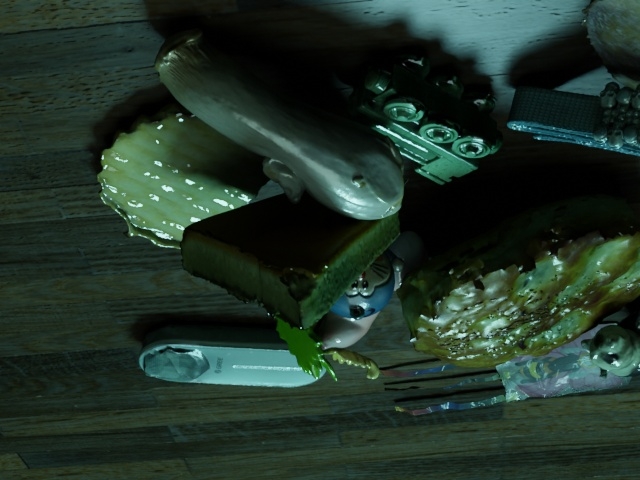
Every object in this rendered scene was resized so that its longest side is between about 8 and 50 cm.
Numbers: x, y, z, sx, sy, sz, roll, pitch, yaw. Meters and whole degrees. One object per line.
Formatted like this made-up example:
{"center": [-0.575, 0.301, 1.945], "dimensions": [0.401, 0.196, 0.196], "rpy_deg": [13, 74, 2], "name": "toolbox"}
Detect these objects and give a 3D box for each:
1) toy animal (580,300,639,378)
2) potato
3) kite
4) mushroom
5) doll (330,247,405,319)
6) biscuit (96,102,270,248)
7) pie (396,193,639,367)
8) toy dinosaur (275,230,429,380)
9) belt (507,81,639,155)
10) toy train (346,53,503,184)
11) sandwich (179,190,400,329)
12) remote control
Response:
{"center": [0.403, 0.120, 1.619], "dimensions": [0.121, 0.094, 0.225], "rpy_deg": [-36, 169, 30], "name": "toy animal"}
{"center": [0.311, -0.213, 1.174], "dimensions": [0.120, 0.100, 0.261], "rpy_deg": [29, 172, 18], "name": "potato"}
{"center": [0.268, 0.191, 1.836], "dimensions": [0.360, 0.022, 0.204], "rpy_deg": [-11, 145, 13], "name": "kite"}
{"center": [-0.034, -0.107, 1.242], "dimensions": [0.278, 0.096, 0.099], "rpy_deg": [30, 128, -18], "name": "mushroom"}
{"center": [0.037, 0.026, 1.447], "dimensions": [0.114, 0.152, 0.085], "rpy_deg": [3, 140, -3], "name": "doll"}
{"center": [-0.144, -0.073, 1.393], "dimensions": [0.187, 0.036, 0.273], "rpy_deg": [11, 145, -19], "name": "biscuit"}
{"center": [0.232, 0.055, 1.492], "dimensions": [0.288, 0.103, 0.355], "rpy_deg": [-24, 155, 8], "name": "pie"}
{"center": [0.032, 0.060, 1.561], "dimensions": [0.177, 0.152, 0.194], "rpy_deg": [-23, 146, -22], "name": "toy dinosaur"}
{"center": [0.262, -0.117, 1.260], "dimensions": [0.179, 0.065, 0.100], "rpy_deg": [11, 174, 27], "name": "belt"}
{"center": [0.100, -0.120, 1.305], "dimensions": [0.170, 0.071, 0.111], "rpy_deg": [24, 148, -31], "name": "toy train"}
{"center": [0.000, 0.000, 1.318], "dimensions": [0.212, 0.245, 0.063], "rpy_deg": [-20, 113, -28], "name": "sandwich"}
{"center": [-0.115, 0.152, 1.728], "dimensions": [0.247, 0.052, 0.104], "rpy_deg": [4, 145, -8], "name": "remote control"}
